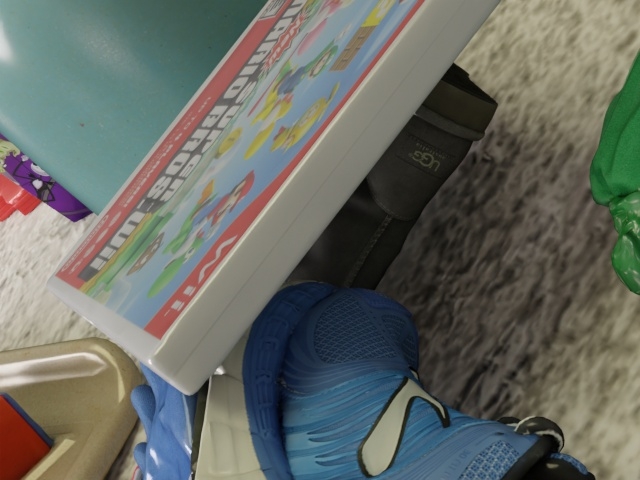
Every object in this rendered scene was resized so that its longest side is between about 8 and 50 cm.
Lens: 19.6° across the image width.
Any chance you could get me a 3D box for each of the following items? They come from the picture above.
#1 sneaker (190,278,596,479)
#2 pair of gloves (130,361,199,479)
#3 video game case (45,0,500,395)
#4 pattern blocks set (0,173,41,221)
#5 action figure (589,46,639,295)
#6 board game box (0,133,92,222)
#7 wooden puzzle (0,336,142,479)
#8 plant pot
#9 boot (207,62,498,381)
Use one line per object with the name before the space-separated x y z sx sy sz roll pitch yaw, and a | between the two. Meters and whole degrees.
sneaker | 0.027 0.112 0.672 0.147 0.130 0.330 -2 23 4
pair of gloves | -0.076 0.135 0.796 0.159 0.023 0.198 -97 19 -51
video game case | -0.031 -0.040 0.804 0.204 0.025 0.285 -52 15 -7
pattern blocks set | -0.244 -0.125 1.454 0.325 0.026 0.285 -5 54 56
action figure | 0.165 -0.079 0.710 0.137 0.063 0.232 1 56 56
board game box | -0.251 -0.187 1.186 0.056 0.347 0.208 -29 37 38
wooden puzzle | -0.285 0.199 1.007 0.322 0.080 0.348 -10 43 41
plant pot | -0.111 -0.175 1.072 0.293 0.235 0.293 -39 30 28
boot | -0.002 -0.001 0.894 0.208 0.076 0.189 -63 10 12
